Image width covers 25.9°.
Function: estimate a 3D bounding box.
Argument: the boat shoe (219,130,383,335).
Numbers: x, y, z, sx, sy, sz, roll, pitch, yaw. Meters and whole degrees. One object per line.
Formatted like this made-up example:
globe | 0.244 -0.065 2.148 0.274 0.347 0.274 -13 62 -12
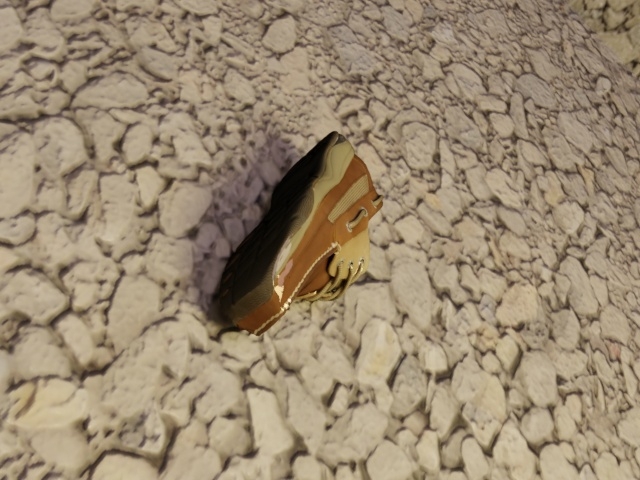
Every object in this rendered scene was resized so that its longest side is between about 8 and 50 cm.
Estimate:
boat shoe | 0.000 0.000 1.451 0.120 0.122 0.324 45 34 -11
